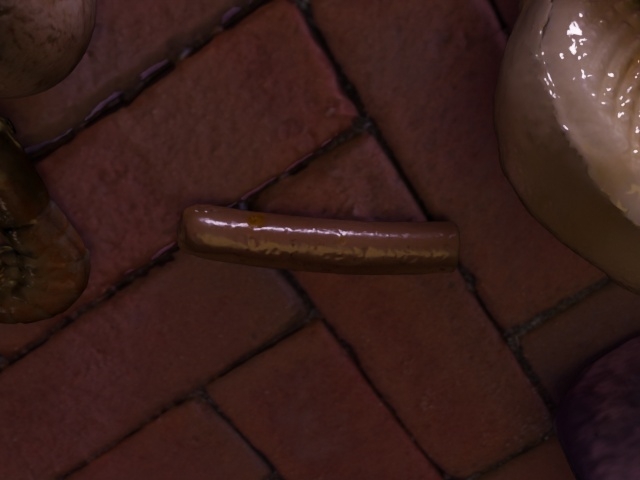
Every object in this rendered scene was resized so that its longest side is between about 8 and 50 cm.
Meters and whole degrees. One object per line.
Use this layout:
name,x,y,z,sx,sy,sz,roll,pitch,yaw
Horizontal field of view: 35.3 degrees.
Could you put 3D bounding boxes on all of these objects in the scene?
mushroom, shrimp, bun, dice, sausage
mushroom,-0.306,-0.227,0.829,0.195,0.189,0.253,-25,109,3
shrimp,-0.346,-0.032,0.996,0.169,0.058,0.296,-19,121,4
bun,0.312,-0.105,0.945,0.364,0.364,0.202,17,153,-16
dice,0.444,0.272,1.143,0.270,0.270,0.271,-27,117,5
sausage,0.000,0.002,1.059,0.301,0.066,0.065,4,115,-9
